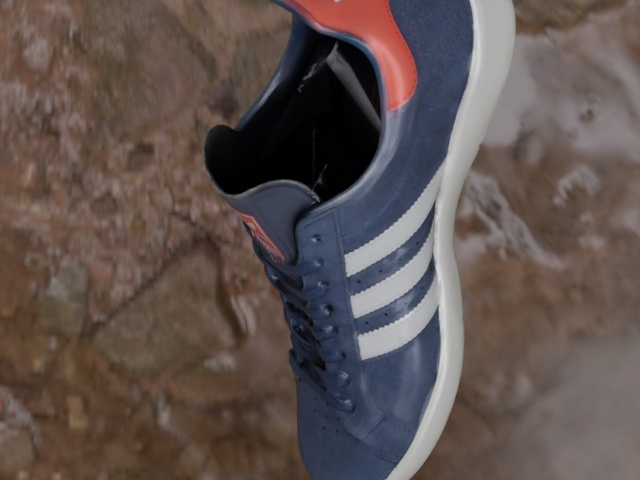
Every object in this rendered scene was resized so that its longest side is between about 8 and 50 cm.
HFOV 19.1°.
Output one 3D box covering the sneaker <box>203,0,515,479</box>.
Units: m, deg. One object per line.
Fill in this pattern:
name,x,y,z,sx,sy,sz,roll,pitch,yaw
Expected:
sneaker,0.000,0.000,1.075,0.148,0.131,0.350,-11,119,-36
